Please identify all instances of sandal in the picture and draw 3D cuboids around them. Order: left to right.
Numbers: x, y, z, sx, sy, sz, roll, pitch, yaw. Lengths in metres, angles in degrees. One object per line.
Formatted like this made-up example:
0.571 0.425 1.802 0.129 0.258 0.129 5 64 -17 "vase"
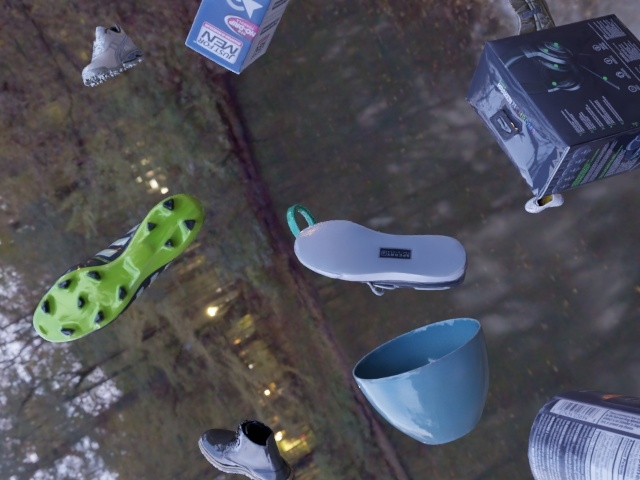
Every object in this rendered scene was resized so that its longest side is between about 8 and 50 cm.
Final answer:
0.403 -0.435 1.326 0.180 0.072 0.049 51 -139 -41 "sandal"

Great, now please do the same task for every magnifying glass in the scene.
0.000 0.000 1.619 0.231 0.026 0.092 45 -147 -36 "magnifying glass"

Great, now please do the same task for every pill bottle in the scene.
0.315 0.216 0.641 0.130 0.131 0.246 63 162 -5 "pill bottle"

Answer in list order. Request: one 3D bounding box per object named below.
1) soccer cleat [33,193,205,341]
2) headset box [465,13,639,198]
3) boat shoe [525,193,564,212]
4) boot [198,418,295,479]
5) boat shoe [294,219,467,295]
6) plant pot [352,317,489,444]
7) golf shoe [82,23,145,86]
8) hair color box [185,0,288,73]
-0.173 0.027 0.621 0.060 0.179 0.072 50 176 1 "soccer cleat"
0.414 -0.223 1.139 0.131 0.283 0.246 100 148 -55 "headset box"
0.478 -0.083 1.508 0.100 0.035 0.035 -12 72 60 "boat shoe"
-0.136 0.335 1.176 0.198 0.077 0.137 12 134 29 "boot"
0.108 0.036 1.252 0.105 0.307 0.113 71 -158 -60 "boat shoe"
0.240 0.314 1.481 0.195 0.290 0.290 66 171 -4 "plant pot"
-0.376 -0.324 1.203 0.086 0.069 0.176 63 -162 -21 "golf shoe"
-0.083 -0.456 1.102 0.105 0.347 0.174 29 -152 -3 "hair color box"
